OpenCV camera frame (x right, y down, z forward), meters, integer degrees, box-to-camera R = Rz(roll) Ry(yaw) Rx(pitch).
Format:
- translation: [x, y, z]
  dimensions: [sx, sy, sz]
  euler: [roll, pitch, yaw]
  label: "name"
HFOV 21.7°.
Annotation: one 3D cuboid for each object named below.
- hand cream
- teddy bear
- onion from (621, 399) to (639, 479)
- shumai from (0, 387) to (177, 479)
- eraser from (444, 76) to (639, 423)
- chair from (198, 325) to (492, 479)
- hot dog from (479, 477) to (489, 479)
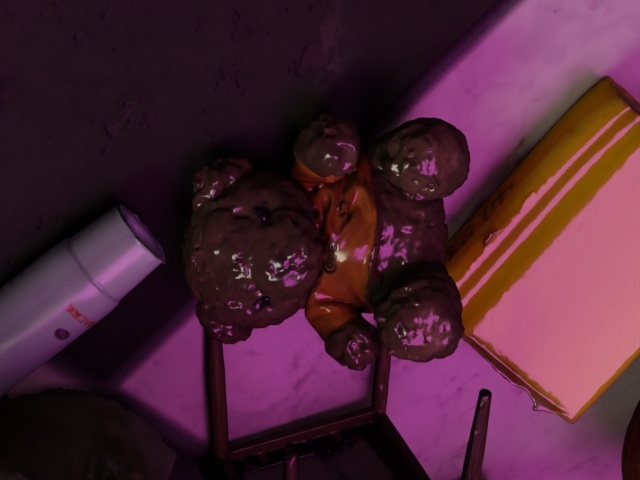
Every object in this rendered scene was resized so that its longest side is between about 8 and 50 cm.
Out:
- translation: [-0.247, 0.092, 1.114]
  dimensions: [0.331, 0.058, 0.085]
  euler: [-36, 154, 7]
  label: "hand cream"
- translation: [0.000, 0.000, 1.136]
  dimensions: [0.190, 0.140, 0.177]
  euler: [-5, 101, -16]
  label: "teddy bear"
- translation: [0.429, 0.176, 1.362]
  dimensions: [0.353, 0.354, 0.354]
  euler: [-15, 131, -19]
  label: "onion"
- translation: [-0.198, 0.298, 1.106]
  dimensions: [0.395, 0.348, 0.395]
  euler: [-3, 103, -11]
  label: "shumai"
- translation: [0.198, 0.009, 1.243]
  dimensions: [0.158, 0.069, 0.226]
  euler: [38, 102, -13]
  label: "eraser"
- translation: [0.014, 0.191, 1.248]
  dimensions: [0.166, 0.188, 0.272]
  euler: [-14, 127, -18]
  label: "chair"
- translation: [0.064, 0.291, 1.421]
  dimensions: [0.242, 0.084, 0.073]
  euler: [-28, 137, -7]
  label: "hot dog"
